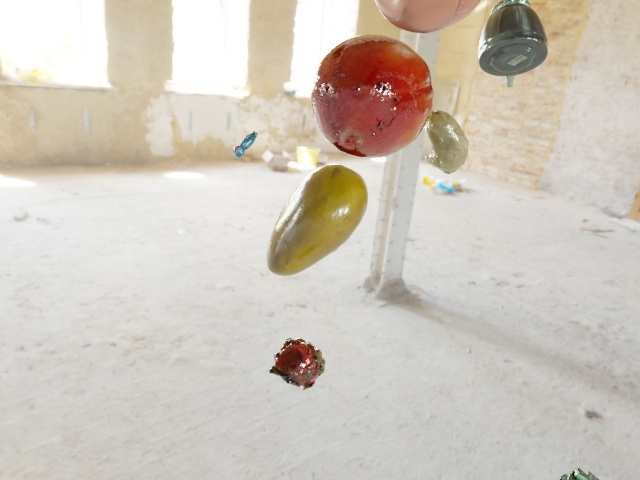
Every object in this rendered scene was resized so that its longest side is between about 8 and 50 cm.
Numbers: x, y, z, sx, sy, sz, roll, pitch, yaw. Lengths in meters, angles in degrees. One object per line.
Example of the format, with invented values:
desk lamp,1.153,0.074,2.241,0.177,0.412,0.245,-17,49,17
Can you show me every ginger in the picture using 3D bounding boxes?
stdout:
ginger,0.435,-0.348,1.742,0.152,0.268,0.138,-12,25,9

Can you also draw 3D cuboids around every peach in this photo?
peach,0.146,-0.401,1.405,0.369,0.371,0.370,5,19,-2

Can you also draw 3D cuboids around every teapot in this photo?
teapot,0.737,-0.755,1.874,0.321,0.240,0.239,17,-19,-42

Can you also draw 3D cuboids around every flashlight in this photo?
flashlight,-0.303,-0.392,2.028,0.051,0.051,0.129,26,69,44

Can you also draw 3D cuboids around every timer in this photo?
timer,0.218,-0.536,0.985,0.214,0.230,0.229,-28,30,-15

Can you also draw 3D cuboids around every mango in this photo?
mango,-0.023,-0.060,1.675,0.232,0.446,0.300,32,20,-22

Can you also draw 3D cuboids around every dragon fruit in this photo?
dragon fruit,-0.068,0.385,1.554,0.166,0.172,0.160,-12,61,13

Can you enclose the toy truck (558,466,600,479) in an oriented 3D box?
toy truck,0.509,0.585,1.078,0.128,0.260,0.135,41,32,16
